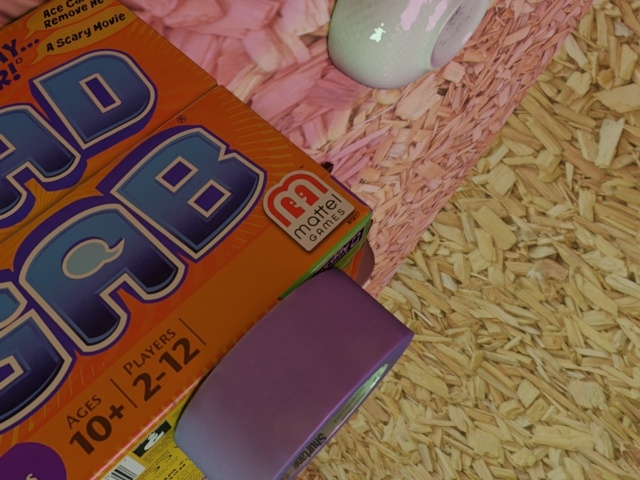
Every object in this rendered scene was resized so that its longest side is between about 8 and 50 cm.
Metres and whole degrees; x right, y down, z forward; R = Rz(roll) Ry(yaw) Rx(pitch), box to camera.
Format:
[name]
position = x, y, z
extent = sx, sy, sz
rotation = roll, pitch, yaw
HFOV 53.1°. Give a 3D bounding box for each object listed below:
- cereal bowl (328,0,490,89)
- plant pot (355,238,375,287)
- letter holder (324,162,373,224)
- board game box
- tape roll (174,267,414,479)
[cereal bowl]
position = 0.175, -0.383, 1.046
extent = 0.339, 0.141, 0.339
rotation = -44, 164, -16
[plant pot]
position = -0.071, -0.023, 1.010
extent = 0.263, 0.263, 0.229
rotation = -39, 120, -31
[letter holder]
position = 0.000, 0.000, 1.327
extent = 0.302, 0.152, 0.214
rotation = -53, 170, -51
[board game box]
position = -0.215, 0.056, 0.633
extent = 0.356, 0.356, 0.356
rotation = -43, 163, -21
[tape roll]
position = -0.017, 0.118, 0.505
extent = 0.189, 0.080, 0.189
rotation = -45, 164, -17
